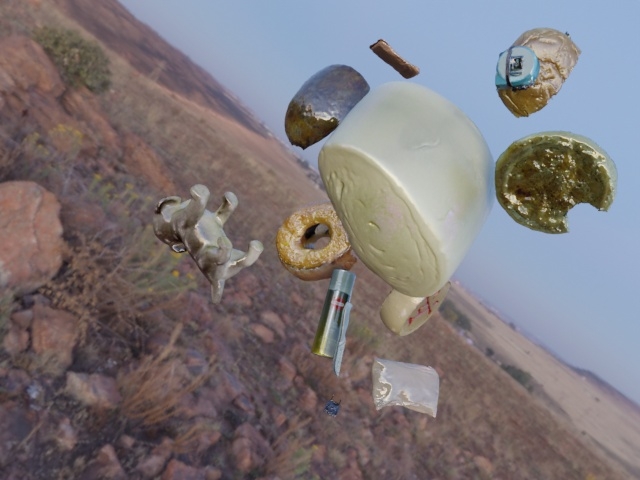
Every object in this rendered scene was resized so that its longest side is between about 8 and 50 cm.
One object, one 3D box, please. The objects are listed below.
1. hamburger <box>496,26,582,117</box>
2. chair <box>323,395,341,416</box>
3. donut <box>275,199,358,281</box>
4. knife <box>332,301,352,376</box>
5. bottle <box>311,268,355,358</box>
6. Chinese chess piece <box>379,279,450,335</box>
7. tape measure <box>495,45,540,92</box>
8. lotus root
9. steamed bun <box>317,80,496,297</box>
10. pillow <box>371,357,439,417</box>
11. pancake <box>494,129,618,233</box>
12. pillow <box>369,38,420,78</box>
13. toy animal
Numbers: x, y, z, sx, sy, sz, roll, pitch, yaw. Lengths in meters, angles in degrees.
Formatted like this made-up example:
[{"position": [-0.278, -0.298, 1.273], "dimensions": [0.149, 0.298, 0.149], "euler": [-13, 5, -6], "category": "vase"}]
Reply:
[{"position": [0.701, -0.576, 1.949], "dimensions": [0.211, 0.309, 0.132], "euler": [36, 15, -13], "category": "hamburger"}, {"position": [0.031, 0.429, 1.518], "dimensions": [0.037, 0.042, 0.086], "euler": [26, -26, 8], "category": "chair"}, {"position": [0.000, 0.000, 2.089], "dimensions": [0.299, 0.317, 0.150], "euler": [37, 2, 22], "category": "donut"}, {"position": [0.058, 0.270, 1.612], "dimensions": [0.028, 0.210, 0.015], "euler": [6, 7, -45], "category": "knife"}, {"position": [0.044, 0.237, 1.924], "dimensions": [0.082, 0.286, 0.082], "euler": [14, -14, 4], "category": "bottle"}, {"position": [0.293, 0.183, 1.838], "dimensions": [0.103, 0.250, 0.249], "euler": [43, 7, 24], "category": "Chinese chess piece"}, {"position": [0.619, -0.537, 1.850], "dimensions": [0.125, 0.146, 0.081], "euler": [5, -3, 32], "category": "tape measure"}, {"position": [0.000, -0.459, 1.980], "dimensions": [0.142, 0.314, 0.210], "euler": [48, -9, -29], "category": "lotus root"}, {"position": [0.223, -0.123, 1.385], "dimensions": [0.289, 0.371, 0.456], "euler": [-8, -54, 46], "category": "steamed bun"}, {"position": [0.285, 0.496, 1.986], "dimensions": [0.270, 0.174, 0.067], "euler": [12, -10, -23], "category": "pillow"}, {"position": [0.491, -0.122, 1.257], "dimensions": [0.253, 0.254, 0.037], "euler": [38, 40, -2], "category": "pancake"}, {"position": [0.285, -0.694, 2.269], "dimensions": [0.211, 0.034, 0.135], "euler": [34, -9, -16], "category": "pillow"}, {"position": [-0.221, -0.015, 1.124], "dimensions": [0.233, 0.169, 0.121], "euler": [50, 26, 23], "category": "toy animal"}]
